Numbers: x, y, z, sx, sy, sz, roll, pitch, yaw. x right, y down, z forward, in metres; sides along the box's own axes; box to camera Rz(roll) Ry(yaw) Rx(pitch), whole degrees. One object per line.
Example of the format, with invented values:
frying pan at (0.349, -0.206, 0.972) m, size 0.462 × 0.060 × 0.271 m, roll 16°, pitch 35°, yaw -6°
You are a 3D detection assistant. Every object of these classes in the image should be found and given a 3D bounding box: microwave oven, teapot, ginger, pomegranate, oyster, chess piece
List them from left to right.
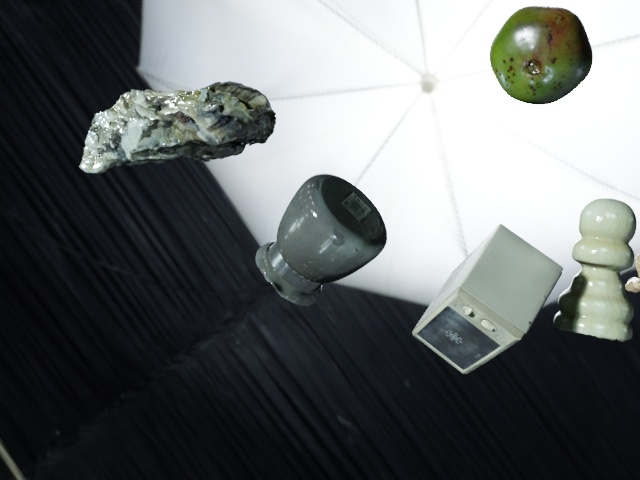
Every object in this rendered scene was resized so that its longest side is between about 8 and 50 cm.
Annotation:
oyster at (-0.193, -0.156, 1.071) m, size 0.252 × 0.087 × 0.199 m, roll 7°, pitch -28°, yaw -14°
teapot at (-0.019, -0.008, 1.759) m, size 0.285 × 0.223 × 0.305 m, roll -46°, pitch 28°, yaw 29°
microwave oven at (0.293, 0.106, 1.386) m, size 0.194 × 0.145 × 0.240 m, roll -49°, pitch -6°, yaw -25°
pomegranate at (0.404, -0.350, 1.430) m, size 0.181 × 0.181 × 0.224 m, roll -34°, pitch 17°, yaw 40°
chess piece at (0.494, 0.046, 1.385) m, size 0.133 × 0.243 × 0.133 m, roll 8°, pitch 0°, yaw 0°
ginger at (0.821, 0.015, 1.922) m, size 0.089 × 0.288 × 0.075 m, roll -1°, pitch 33°, yaw -17°
